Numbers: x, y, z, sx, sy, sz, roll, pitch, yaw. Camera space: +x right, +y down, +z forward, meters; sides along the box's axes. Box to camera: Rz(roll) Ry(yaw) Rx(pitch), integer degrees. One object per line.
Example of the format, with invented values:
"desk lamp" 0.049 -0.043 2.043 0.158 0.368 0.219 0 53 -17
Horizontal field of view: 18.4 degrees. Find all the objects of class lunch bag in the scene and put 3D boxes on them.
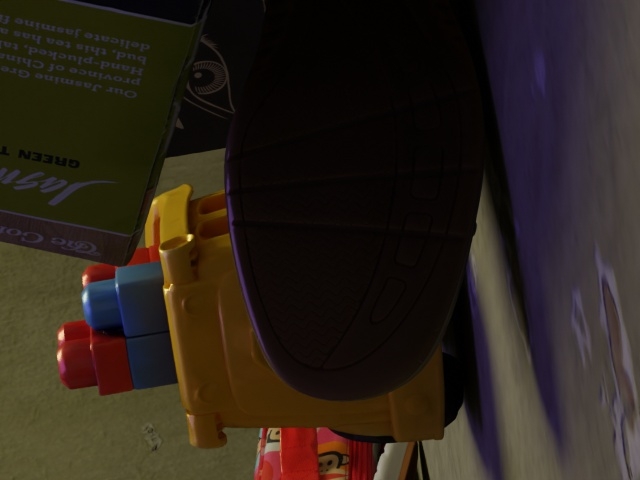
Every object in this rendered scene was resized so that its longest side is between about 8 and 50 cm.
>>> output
"lunch bag" 0.005 0.225 1.586 0.293 0.120 0.258 -85 -12 -61

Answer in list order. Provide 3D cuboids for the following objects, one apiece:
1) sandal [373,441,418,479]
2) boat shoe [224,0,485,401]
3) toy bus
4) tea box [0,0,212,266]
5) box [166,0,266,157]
"sandal" 0.058 0.254 1.362 0.102 0.076 0.265 76 -155 -58
"boat shoe" 0.019 -0.069 0.824 0.089 0.104 0.285 65 -153 -73
"toy bus" -0.037 0.024 1.064 0.220 0.211 0.149 -100 1 -72
"tea box" -0.136 -0.218 0.823 0.323 0.220 0.329 117 163 -60
"box" -0.067 -0.141 1.198 0.153 0.207 0.108 84 176 -53
